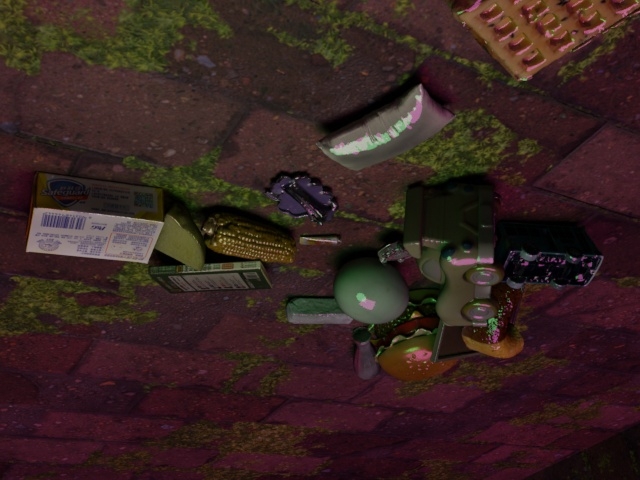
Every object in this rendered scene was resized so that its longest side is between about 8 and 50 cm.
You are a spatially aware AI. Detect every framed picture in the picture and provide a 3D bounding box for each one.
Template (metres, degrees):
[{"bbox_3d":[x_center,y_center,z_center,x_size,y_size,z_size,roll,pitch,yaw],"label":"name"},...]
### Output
[{"bbox_3d":[0.438,0.212,2.155,0.315,0.024,0.232,-1,110,-38],"label":"framed picture"}]

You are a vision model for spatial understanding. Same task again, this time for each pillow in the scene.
[{"bbox_3d":[0.129,-0.220,1.560,0.254,0.078,0.144,-25,144,23],"label":"pillow"}]

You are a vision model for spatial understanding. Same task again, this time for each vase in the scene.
[{"bbox_3d":[0.136,0.343,2.417,0.086,0.086,0.214,-10,143,1],"label":"vase"}]

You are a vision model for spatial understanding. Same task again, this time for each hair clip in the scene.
[{"bbox_3d":[-0.041,-0.087,1.749,0.124,0.052,0.195,-32,136,21],"label":"hair clip"}]

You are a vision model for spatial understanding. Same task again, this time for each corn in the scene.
[{"bbox_3d":[-0.163,-0.002,1.805,0.262,0.097,0.097,17,139,-38],"label":"corn"}]

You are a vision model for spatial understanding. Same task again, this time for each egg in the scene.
[{"bbox_3d":[0.132,0.129,2.008,0.168,0.168,0.231,-34,144,32],"label":"egg"}]

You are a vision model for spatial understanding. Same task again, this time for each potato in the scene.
[{"bbox_3d":[-0.285,-0.018,1.716,0.120,0.081,0.149,27,141,-5],"label":"potato"}]

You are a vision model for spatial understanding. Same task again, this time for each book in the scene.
[{"bbox_3d":[-0.260,0.090,1.899,0.264,0.027,0.202,-3,164,4],"label":"book"}]

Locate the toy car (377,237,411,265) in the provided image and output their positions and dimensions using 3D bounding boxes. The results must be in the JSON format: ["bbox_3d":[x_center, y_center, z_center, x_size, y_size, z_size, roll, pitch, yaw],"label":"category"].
[{"bbox_3d":[0.197,0.022,1.965,0.069,0.055,0.142,-37,158,31],"label":"toy car"}]

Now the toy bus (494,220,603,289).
[{"bbox_3d":[0.563,0.034,1.991,0.256,0.147,0.128,3,134,-13],"label":"toy bus"}]

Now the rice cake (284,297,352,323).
[{"bbox_3d":[0.002,0.195,2.170,0.206,0.063,0.069,4,147,-19],"label":"rice cake"}]

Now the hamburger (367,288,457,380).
[{"bbox_3d":[0.279,0.285,2.239,0.274,0.212,0.274,-7,147,-4],"label":"hamburger"}]

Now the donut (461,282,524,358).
[{"bbox_3d":[0.461,0.217,2.083,0.151,0.112,0.295,-32,127,-28],"label":"donut"}]

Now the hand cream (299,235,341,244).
[{"bbox_3d":[0.000,0.000,1.915,0.102,0.022,0.035,-1,154,-5],"label":"hand cream"}]

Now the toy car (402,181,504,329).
[{"bbox_3d":[0.312,0.038,1.853,0.226,0.242,0.336,2,147,8],"label":"toy car"}]

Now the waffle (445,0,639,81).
[{"bbox_3d":[0.418,-0.436,1.278,0.376,0.114,0.261,-29,141,27],"label":"waffle"}]

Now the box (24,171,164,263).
[{"bbox_3d":[-0.477,-0.044,1.655,0.265,0.097,0.168,6,144,-22],"label":"box"}]
